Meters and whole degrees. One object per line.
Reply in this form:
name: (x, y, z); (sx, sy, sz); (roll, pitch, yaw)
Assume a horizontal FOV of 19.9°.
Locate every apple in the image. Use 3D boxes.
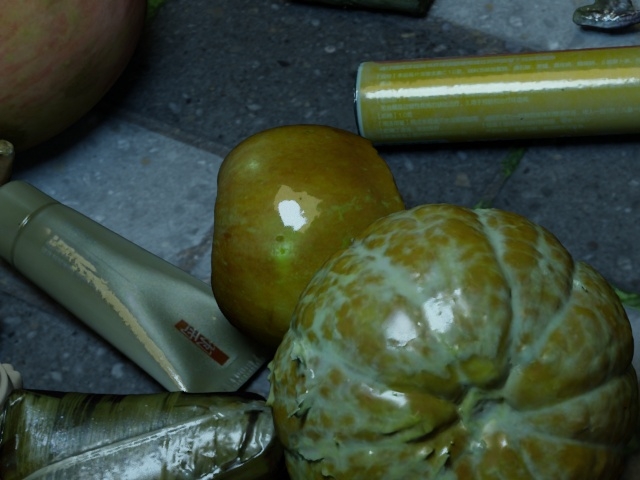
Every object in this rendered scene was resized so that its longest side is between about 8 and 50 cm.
apple: (0.000, 0.000, 1.760); (0.207, 0.237, 0.237); (3, 54, -1)
apple: (-0.372, -0.262, 1.954); (0.364, 0.364, 0.364); (-6, 53, 8)

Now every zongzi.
zongzi: (-0.169, 0.268, 1.639); (0.286, 0.134, 0.288); (-4, 52, 13)

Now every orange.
orange: (0.120, 0.132, 1.570); (0.329, 0.329, 0.249); (-21, 9, -3)

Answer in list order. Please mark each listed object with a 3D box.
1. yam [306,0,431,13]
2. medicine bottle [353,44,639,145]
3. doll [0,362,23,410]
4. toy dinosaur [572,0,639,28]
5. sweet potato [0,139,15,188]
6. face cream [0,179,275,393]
yam: (0.042, -0.298, 2.054); (0.179, 0.078, 0.078); (7, 56, 21)
medicine bottle: (0.250, -0.152, 1.877); (0.426, 0.108, 0.108); (-2, 54, 12)
doll: (-0.384, 0.118, 1.817); (0.154, 0.119, 0.278); (-19, 47, -6)
toy dinosaur: (0.377, -0.341, 2.013); (0.294, 0.077, 0.162); (-43, 60, -2)
sweet potato: (-0.409, -0.020, 1.936); (0.255, 0.058, 0.078); (-38, 13, 13)
face cream: (-0.202, 0.052, 1.853); (0.341, 0.084, 0.137); (32, 57, 23)
